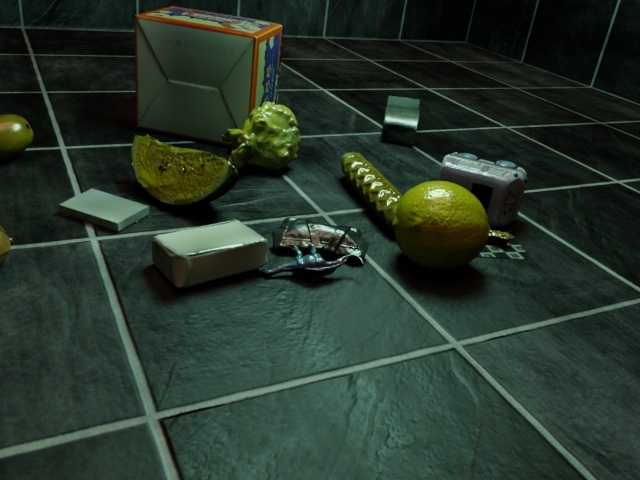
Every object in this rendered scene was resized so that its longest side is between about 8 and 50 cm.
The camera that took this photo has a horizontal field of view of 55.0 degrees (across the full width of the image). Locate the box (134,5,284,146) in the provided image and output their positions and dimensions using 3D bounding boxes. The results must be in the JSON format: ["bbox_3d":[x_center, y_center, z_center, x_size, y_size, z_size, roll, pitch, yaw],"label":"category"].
[{"bbox_3d":[-0.314,-0.469,1.753,0.348,0.319,0.257,11,26,8],"label":"box"}]

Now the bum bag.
[{"bbox_3d":[0.000,0.000,1.247,0.197,0.049,0.087,8,52,-1],"label":"bum bag"}]

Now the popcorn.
[{"bbox_3d":[-0.148,-0.263,1.566,0.195,0.169,0.173,-7,28,-26],"label":"popcorn"}]

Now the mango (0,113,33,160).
[{"bbox_3d":[-0.791,-0.234,1.432,0.227,0.099,0.136,-10,36,-14],"label":"mango"}]

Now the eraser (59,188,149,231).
[{"bbox_3d":[-0.447,-0.064,1.274,0.150,0.023,0.104,17,29,17],"label":"eraser"}]

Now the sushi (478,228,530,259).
[{"bbox_3d":[0.360,-0.009,1.367,0.200,0.031,0.139,3,28,-9],"label":"sushi"}]

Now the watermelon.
[{"bbox_3d":[-0.303,-0.146,1.351,0.301,0.129,0.123,17,27,29],"label":"watermelon"}]

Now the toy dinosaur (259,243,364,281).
[{"bbox_3d":[-0.017,0.044,1.163,0.197,0.045,0.080,-5,36,-7],"label":"toy dinosaur"}]

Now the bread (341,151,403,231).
[{"bbox_3d":[0.134,-0.120,1.468,0.077,0.084,0.368,-36,36,3],"label":"bread"}]

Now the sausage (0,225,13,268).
[{"bbox_3d":[-0.613,0.023,0.968,0.136,0.120,0.241,41,40,24],"label":"sausage"}]

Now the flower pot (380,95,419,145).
[{"bbox_3d":[0.256,-0.383,1.966,0.108,0.103,0.229,10,29,5],"label":"flower pot"}]

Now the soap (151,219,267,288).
[{"bbox_3d":[-0.202,0.019,1.127,0.183,0.064,0.121,-13,28,-33],"label":"soap"}]

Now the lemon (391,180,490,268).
[{"bbox_3d":[0.242,-0.030,1.226,0.202,0.179,0.178,2,28,-8],"label":"lemon"}]

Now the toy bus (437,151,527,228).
[{"bbox_3d":[0.380,-0.121,1.471,0.202,0.142,0.142,17,24,19],"label":"toy bus"}]
